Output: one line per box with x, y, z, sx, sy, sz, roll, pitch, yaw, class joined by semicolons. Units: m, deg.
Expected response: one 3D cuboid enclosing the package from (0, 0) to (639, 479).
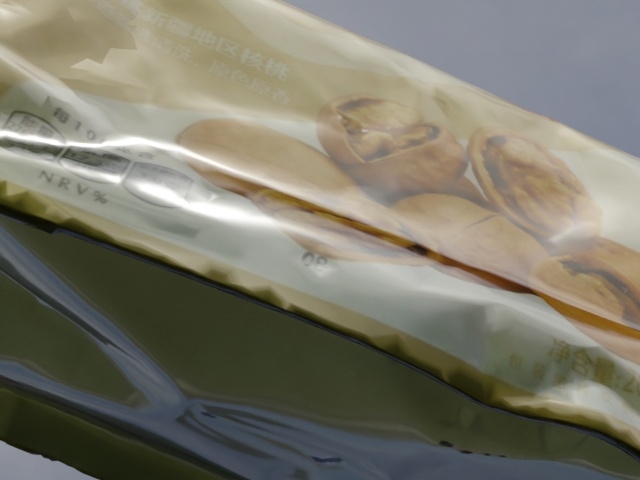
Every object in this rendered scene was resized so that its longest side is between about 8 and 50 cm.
-0.013;0.027;0.692;0.311;0.221;0.165;23;-58;-5;package
